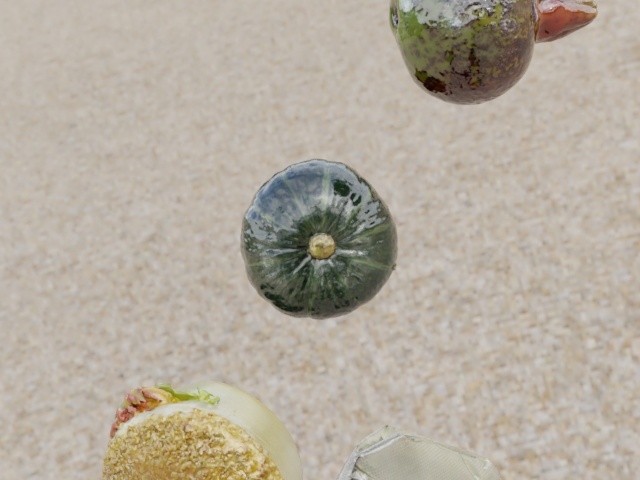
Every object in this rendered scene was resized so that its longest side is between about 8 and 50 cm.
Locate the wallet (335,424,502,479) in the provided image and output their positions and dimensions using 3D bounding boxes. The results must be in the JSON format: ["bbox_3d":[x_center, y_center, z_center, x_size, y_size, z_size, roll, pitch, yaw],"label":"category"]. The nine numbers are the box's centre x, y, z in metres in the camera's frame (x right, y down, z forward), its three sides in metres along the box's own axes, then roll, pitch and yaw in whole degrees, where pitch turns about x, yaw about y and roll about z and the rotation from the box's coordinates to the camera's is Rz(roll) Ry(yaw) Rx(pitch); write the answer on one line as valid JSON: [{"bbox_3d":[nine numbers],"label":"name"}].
[{"bbox_3d":[0.069,0.361,1.367,0.068,0.275,0.335,19,75,43],"label":"wallet"}]

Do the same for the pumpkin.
[{"bbox_3d":[-0.002,0.000,1.638,0.211,0.212,0.152,-18,15,-3],"label":"pumpkin"}]

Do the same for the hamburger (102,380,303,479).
[{"bbox_3d":[-0.167,0.332,1.712,0.294,0.276,0.179,33,33,10],"label":"hamburger"}]

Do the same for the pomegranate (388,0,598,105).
[{"bbox_3d":[0.206,-0.266,1.481,0.247,0.214,0.214,0,21,-3],"label":"pomegranate"}]
